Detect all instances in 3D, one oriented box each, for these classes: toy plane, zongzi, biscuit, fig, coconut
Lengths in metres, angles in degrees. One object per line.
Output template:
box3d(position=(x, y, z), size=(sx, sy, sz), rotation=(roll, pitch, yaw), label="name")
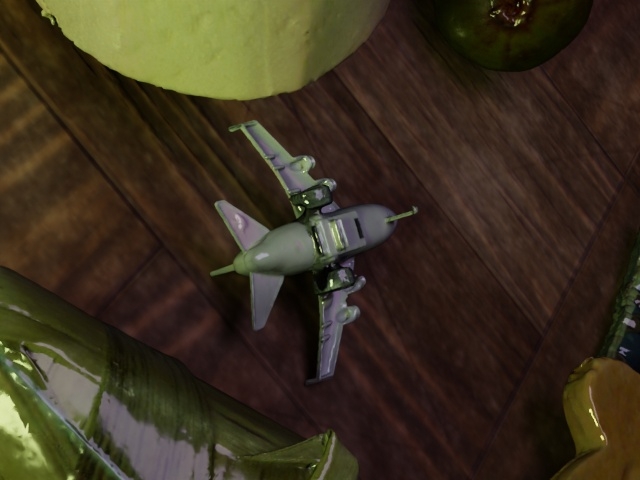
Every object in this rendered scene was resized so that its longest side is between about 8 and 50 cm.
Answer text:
box3d(position=(0.000, 0.000, 0.955), size=(0.171, 0.065, 0.162), rotation=(-17, 91, -47), label="toy plane")
box3d(position=(-0.124, 0.154, 0.696), size=(0.221, 0.112, 0.242), rotation=(33, 70, -16), label="zongzi")
box3d(position=(0.223, 0.187, 1.068), size=(0.216, 0.047, 0.339), rotation=(53, 46, -10), label="biscuit")
box3d(position=(0.162, -0.209, 1.251), size=(0.124, 0.124, 0.236), rotation=(55, 23, -6), label="fig")
box3d(position=(-0.061, -0.209, 0.895), size=(0.239, 0.244, 0.239), rotation=(3, 55, -4), label="coconut")

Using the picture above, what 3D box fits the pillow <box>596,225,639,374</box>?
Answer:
box3d(position=(0.288, 0.115, 1.227), size=(0.189, 0.034, 0.255), rotation=(49, 37, -16), label="pillow")
